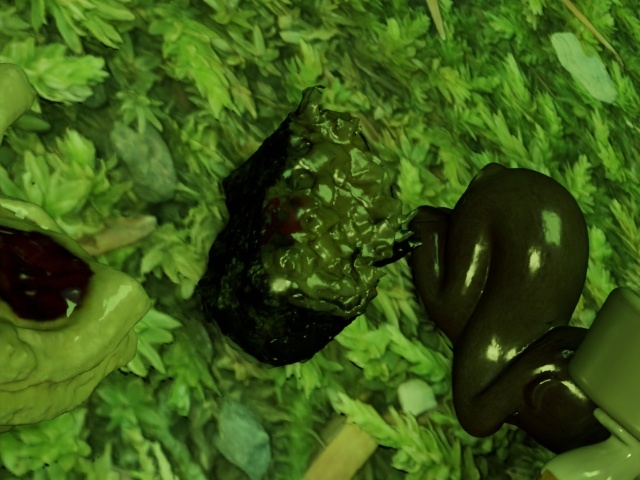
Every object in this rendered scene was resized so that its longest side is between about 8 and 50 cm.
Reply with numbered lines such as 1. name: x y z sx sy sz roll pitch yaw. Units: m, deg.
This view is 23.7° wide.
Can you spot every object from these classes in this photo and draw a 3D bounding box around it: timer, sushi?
1. timer: 0.205 0.187 1.135 0.175 0.266 0.175 39 6 -5
2. sushi: 0.000 0.000 1.156 0.147 0.115 0.212 39 40 -18

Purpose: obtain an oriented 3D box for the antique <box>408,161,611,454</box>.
1. antique: 0.176 0.060 1.273 0.121 0.143 0.257 7 60 -45

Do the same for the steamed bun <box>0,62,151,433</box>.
1. steamed bun: -0.271 0.008 0.827 0.428 0.189 0.247 -16 67 -49
